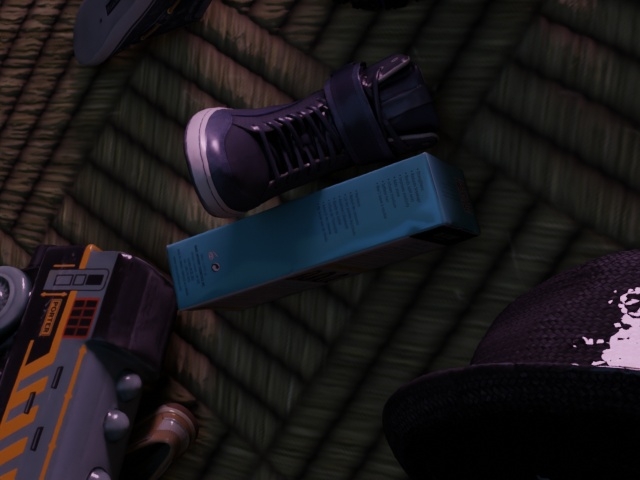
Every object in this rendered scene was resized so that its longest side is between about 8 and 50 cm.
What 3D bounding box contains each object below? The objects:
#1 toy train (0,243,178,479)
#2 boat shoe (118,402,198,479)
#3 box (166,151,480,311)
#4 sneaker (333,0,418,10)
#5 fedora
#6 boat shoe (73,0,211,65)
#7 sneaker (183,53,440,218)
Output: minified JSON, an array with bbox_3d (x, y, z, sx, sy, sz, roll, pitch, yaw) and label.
[{"bbox_3d":[-0.248,0.151,0.780,0.190,0.142,0.333,-2,58,25],"label":"toy train"},{"bbox_3d":[-0.197,0.226,0.818,0.068,0.072,0.190,43,107,-6],"label":"boat shoe"},{"bbox_3d":[0.000,0.000,0.735,0.244,0.100,0.060,-19,78,23],"label":"box"},{"bbox_3d":[0.083,-0.256,0.735,0.221,0.083,0.087,-9,74,16],"label":"sneaker"},{"bbox_3d":[0.215,0.107,0.576,0.334,0.334,0.152,3,54,26],"label":"fedora"},{"bbox_3d":[-0.174,-0.218,0.858,0.183,0.083,0.065,-22,75,50],"label":"boat shoe"},{"bbox_3d":[0.001,-0.086,0.677,0.163,0.226,0.086,-15,99,20],"label":"sneaker"}]
